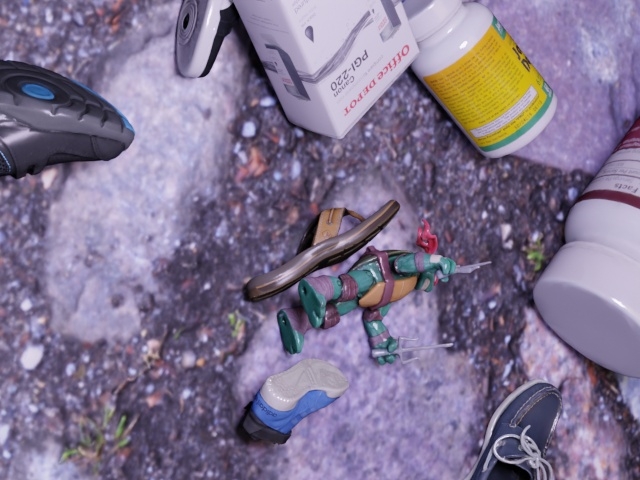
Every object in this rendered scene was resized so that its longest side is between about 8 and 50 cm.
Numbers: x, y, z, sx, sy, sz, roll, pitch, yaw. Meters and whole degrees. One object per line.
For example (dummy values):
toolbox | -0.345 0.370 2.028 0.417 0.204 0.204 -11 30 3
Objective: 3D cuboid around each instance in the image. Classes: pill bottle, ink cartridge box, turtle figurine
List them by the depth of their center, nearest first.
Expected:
ink cartridge box | 0.006 -0.246 1.667 0.158 0.092 0.218 -48 139 -22
turtle figurine | 0.073 0.065 1.745 0.234 0.118 0.175 -11 136 -28
pill bottle | 0.180 -0.209 1.799 0.208 0.117 0.117 48 68 -21
pill bottle | 0.450 -0.034 1.893 0.224 0.224 0.392 46 69 -22

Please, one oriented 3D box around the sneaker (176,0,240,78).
sneaker | -0.081 -0.274 1.671 0.121 0.079 0.217 14 83 -29

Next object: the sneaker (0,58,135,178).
sneaker | -0.354 -0.104 1.515 0.340 0.125 0.140 3 116 -33

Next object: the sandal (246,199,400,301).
sandal | 0.000 0.000 1.730 0.219 0.090 0.060 -29 82 -20

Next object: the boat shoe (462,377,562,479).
boat shoe | 0.232 0.281 1.851 0.095 0.079 0.254 48 68 -21

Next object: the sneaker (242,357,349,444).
sneaker | -0.033 0.187 1.718 0.058 0.084 0.152 45 27 18
